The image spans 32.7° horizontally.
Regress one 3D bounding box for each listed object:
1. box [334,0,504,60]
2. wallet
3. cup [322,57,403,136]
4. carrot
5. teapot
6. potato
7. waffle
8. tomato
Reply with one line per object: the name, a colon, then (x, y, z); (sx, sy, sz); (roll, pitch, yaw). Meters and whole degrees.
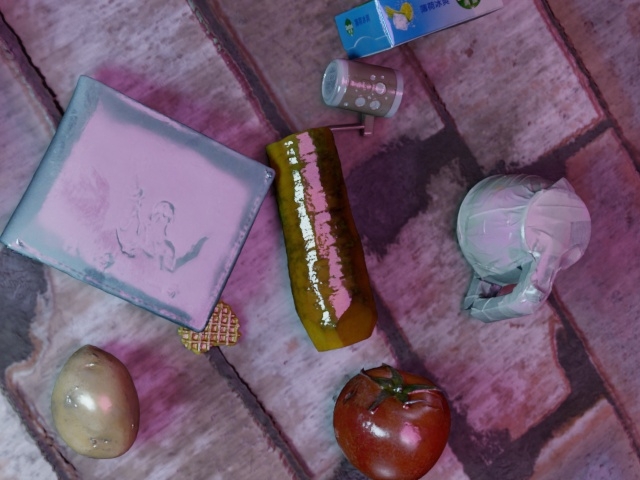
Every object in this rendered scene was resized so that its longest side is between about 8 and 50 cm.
box: (0.139, -0.324, 1.548); (0.194, 0.139, 0.073); (-22, 98, -22)
wallet: (-0.233, -0.045, 1.420); (0.291, 0.054, 0.251); (27, 79, -12)
cup: (0.052, -0.209, 1.559); (0.099, 0.102, 0.074); (9, 48, -21)
carrot: (0.000, 0.000, 1.508); (0.114, 0.114, 0.301); (-13, 91, -22)
teapot: (0.286, 0.000, 1.588); (0.221, 0.178, 0.163); (-44, 105, -16)
potato: (-0.282, 0.209, 1.389); (0.112, 0.112, 0.146); (-18, 104, -22)
waffle: (-0.152, 0.119, 1.491); (0.085, 0.016, 0.078); (-27, 96, -21)
tomato: (0.105, 0.264, 1.532); (0.167, 0.167, 0.167); (0, 90, -23)
